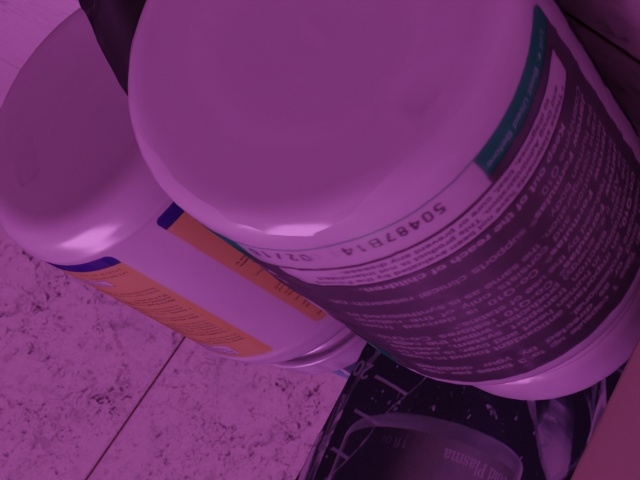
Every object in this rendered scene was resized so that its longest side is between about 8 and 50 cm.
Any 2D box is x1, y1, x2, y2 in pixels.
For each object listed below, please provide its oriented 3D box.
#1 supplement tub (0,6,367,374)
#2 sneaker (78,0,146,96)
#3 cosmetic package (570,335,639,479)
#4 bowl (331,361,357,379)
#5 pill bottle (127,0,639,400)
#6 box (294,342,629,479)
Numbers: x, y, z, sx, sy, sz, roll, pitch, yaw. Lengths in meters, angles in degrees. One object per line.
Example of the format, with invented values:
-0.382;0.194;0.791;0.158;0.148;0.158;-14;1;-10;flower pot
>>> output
-0.085;-0.037;1.232;0.241;0.241;0.331;20;170;45;supplement tub
-0.089;-0.173;0.921;0.296;0.105;0.146;-76;-38;-75;sneaker
0.248;0.114;0.803;0.160;0.309;0.113;22;171;36;cosmetic package
-0.039;0.076;2.184;0.312;0.163;0.311;26;174;3;bowl
0.069;-0.036;0.811;0.204;0.204;0.361;23;171;33;pill bottle
0.243;0.250;1.146;0.480;0.471;0.297;19;169;46;box
